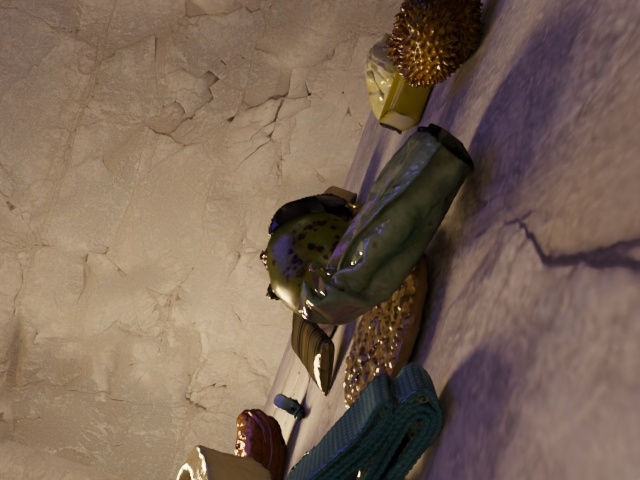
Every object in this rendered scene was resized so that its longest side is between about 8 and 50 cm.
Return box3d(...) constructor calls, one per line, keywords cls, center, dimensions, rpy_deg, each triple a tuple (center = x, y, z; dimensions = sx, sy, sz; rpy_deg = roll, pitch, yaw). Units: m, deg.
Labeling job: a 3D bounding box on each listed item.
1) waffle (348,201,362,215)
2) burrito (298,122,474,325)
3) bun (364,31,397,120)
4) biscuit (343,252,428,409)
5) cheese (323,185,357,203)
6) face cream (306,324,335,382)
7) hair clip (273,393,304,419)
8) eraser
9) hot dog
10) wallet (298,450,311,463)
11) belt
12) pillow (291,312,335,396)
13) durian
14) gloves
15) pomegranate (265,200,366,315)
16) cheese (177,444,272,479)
box3d(cls="waffle", center=(0.048, 0.044, 1.267), dimensions=(0.325, 0.068, 0.302), rpy_deg=(-74, 4, -76))
box3d(cls="burrito", center=(0.068, -0.009, 0.509), dimensions=(0.229, 0.089, 0.144), rpy_deg=(-55, 0, 9))
box3d(cls="bun", center=(0.173, -0.406, 1.182), dimensions=(0.229, 0.145, 0.230), rpy_deg=(-159, 90, -84))
box3d(cls="biscuit", center=(0.073, 0.103, 0.563), dimensions=(0.220, 0.033, 0.220), rpy_deg=(-158, 90, -85))
box3d(cls="cheese", center=(-0.001, 0.001, 1.534), dimensions=(0.384, 0.104, 0.384), rpy_deg=(20, -90, -81))
box3d(cls="face cream", center=(-0.010, 0.210, 1.149), dimensions=(0.274, 0.096, 0.154), rpy_deg=(96, 180, -47))
box3d(cls="hair clip", center=(-0.062, 0.402, 1.152), dimensions=(0.039, 0.070, 0.229), rpy_deg=(-67, 9, -17))
box3d(cls="eraser", center=(0.195, -0.346, 0.994), dimensions=(0.158, 0.069, 0.226), rpy_deg=(-111, 40, -85))
box3d(cls="hot dog", center=(-0.154, 0.553, 1.156), dimensions=(0.272, 0.122, 0.196), rpy_deg=(-96, 20, -46))
box3d(cls="wallet", center=(-0.054, 0.427, 0.655), dimensions=(0.160, 0.055, 0.236), rpy_deg=(108, -174, -52))
box3d(cls="belt", center=(0.041, 0.183, 0.377), dimensions=(0.179, 0.100, 0.065), rpy_deg=(-54, 5, 14))
box3d(cls="pillow", center=(-0.019, 0.210, 0.963), dimensions=(0.203, 0.038, 0.113), rpy_deg=(-143, 55, -64))
box3d(cls="durian", center=(0.166, -0.303, 0.695), dimensions=(0.158, 0.136, 0.168), rpy_deg=(-51, -15, -9))
box3d(cls="gloves", center=(-0.039, 0.013, 1.067), dimensions=(0.210, 0.135, 0.312), rpy_deg=(-36, -10, -14))
box3d(cls="pomegranate", center=(0.012, 0.021, 0.856), dimensions=(0.246, 0.198, 0.198), rpy_deg=(-61, -1, -21))
box3d(cls="cheese", center=(-0.211, 0.564, 0.908), dimensions=(0.293, 0.153, 0.332), rpy_deg=(-66, 18, 1))
